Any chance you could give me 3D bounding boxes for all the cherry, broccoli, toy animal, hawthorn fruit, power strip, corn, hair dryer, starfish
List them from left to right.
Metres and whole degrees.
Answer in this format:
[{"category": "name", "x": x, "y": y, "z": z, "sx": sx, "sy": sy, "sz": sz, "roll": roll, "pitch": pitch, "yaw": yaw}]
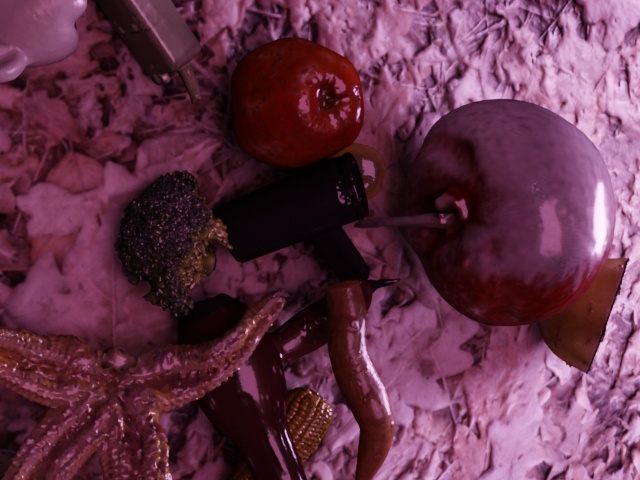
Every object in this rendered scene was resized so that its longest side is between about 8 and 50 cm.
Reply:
[{"category": "toy animal", "x": -0.363, "y": -0.277, "z": 1.219, "sx": 0.178, "sy": 0.127, "sz": 0.193, "roll": -28, "pitch": 111, "yaw": -25}, {"category": "starfish", "x": -0.236, "y": 0.208, "z": 1.248, "sx": 0.398, "sy": 0.132, "sz": 0.384, "roll": 17, "pitch": 66, "yaw": -33}, {"category": "power strip", "x": -0.227, "y": -0.288, "z": 1.323, "sx": 0.053, "sy": 0.093, "sz": 0.288, "roll": -45, "pitch": 117, "yaw": -23}, {"category": "broccoli", "x": -0.178, "y": 0.004, "z": 1.384, "sx": 0.154, "sy": 0.167, "sz": 0.160, "roll": -43, "pitch": 152, "yaw": 14}, {"category": "corn", "x": -0.066, "y": 0.306, "z": 1.508, "sx": 0.080, "sy": 0.080, "sz": 0.231, "roll": 44, "pitch": 72, "yaw": -29}, {"category": "hawthorn fruit", "x": -0.027, "y": -0.177, "z": 1.418, "sx": 0.189, "sy": 0.189, "sz": 0.189, "roll": -4, "pitch": 98, "yaw": -32}, {"category": "hair dryer", "x": -0.003, "y": 0.168, "z": 1.477, "sx": 0.340, "sy": 0.123, "sz": 0.313, "roll": -29, "pitch": 93, "yaw": -26}, {"category": "hair dryer", "x": 0.000, "y": 0.000, "z": 1.480, "sx": 0.251, "sy": 0.197, "sz": 0.089, "roll": 50, "pitch": 25, "yaw": -50}, {"category": "cherry", "x": 0.275, "y": -0.053, "z": 1.577, "sx": 0.335, "sy": 0.291, "sz": 0.326, "roll": -42, "pitch": 107, "yaw": -42}]

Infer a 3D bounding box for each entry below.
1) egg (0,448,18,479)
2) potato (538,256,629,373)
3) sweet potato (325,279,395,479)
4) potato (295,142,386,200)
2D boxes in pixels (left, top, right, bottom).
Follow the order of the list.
[{"category": "egg", "x": -0.389, "y": 0.307, "z": 1.272, "sx": 0.172, "sy": 0.132, "sz": 0.132, "roll": -14, "pitch": 103, "yaw": -41}, {"category": "potato", "x": 0.416, "y": 0.104, "z": 1.771, "sx": 0.182, "sy": 0.117, "sz": 0.202, "roll": 50, "pitch": 61, "yaw": -72}, {"category": "sweet potato", "x": 0.055, "y": 0.194, "z": 1.440, "sx": 0.067, "sy": 0.059, "sz": 0.281, "roll": -16, "pitch": 94, "yaw": -30}, {"category": "potato", "x": 0.025, "y": -0.087, "z": 1.523, "sx": 0.138, "sy": 0.070, "sz": 0.092, "roll": -16, "pitch": 102, "yaw": -32}]
